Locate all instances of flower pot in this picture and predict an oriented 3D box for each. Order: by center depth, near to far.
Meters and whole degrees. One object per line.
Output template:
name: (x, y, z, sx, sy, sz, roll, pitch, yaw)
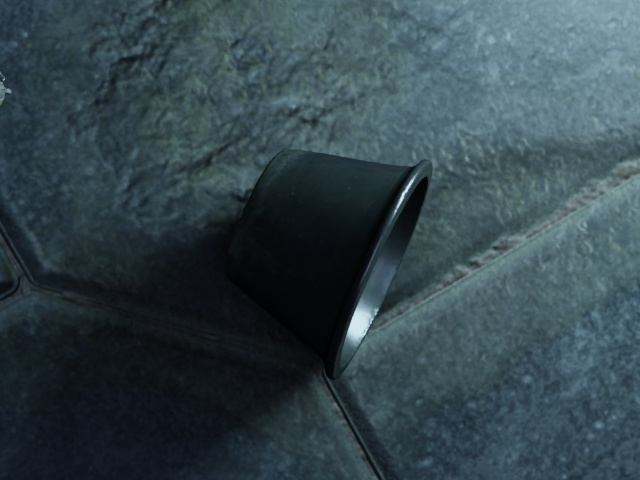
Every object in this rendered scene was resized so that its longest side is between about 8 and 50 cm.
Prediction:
flower pot: (0.000, 0.000, 1.575, 0.148, 0.235, 0.235, 26, 83, 9)

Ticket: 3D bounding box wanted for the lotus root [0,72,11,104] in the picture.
lotus root: (-0.438, -0.118, 1.459, 0.272, 0.272, 0.192, 24, 95, -11)
